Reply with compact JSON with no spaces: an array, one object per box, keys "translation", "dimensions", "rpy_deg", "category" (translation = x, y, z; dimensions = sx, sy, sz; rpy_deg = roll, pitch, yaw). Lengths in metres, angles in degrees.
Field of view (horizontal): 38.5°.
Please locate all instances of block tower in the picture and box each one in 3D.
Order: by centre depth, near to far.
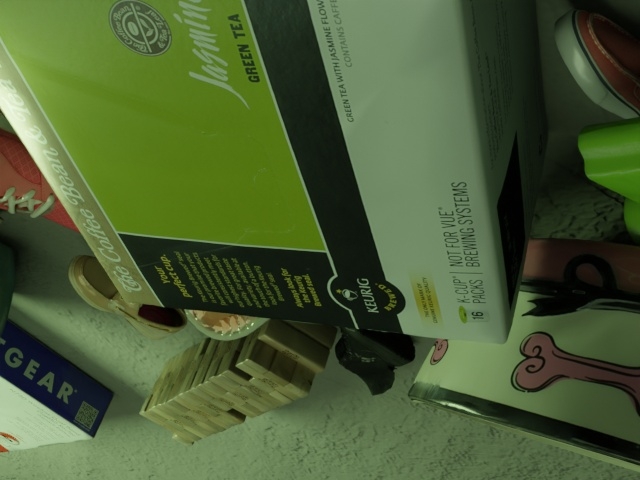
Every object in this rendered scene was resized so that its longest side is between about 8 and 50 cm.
[{"translation":[-0.120,0.178,1.190],"dimensions":[0.097,0.091,0.335],"rpy_deg":[34,142,-18],"category":"block tower"}]

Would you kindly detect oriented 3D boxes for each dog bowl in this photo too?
[{"translation":[0.286,0.119,0.753],"dimensions":[0.408,0.150,0.408],"rpy_deg":[16,171,3],"category":"dog bowl"}]

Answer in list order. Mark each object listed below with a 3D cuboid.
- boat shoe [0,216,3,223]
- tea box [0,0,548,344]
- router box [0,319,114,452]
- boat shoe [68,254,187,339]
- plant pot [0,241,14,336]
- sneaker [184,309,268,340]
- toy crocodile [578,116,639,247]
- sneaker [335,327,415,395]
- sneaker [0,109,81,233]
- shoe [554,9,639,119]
[{"translation":[-0.406,-0.018,1.016],"dimensions":[0.075,0.065,0.206],"rpy_deg":[36,176,-13],"category":"boat shoe"},{"translation":[-0.024,-0.118,0.637],"dimensions":[0.324,0.220,0.329],"rpy_deg":[4,142,20],"category":"tea box"},{"translation":[-0.548,0.208,1.446],"dimensions":[0.301,0.082,0.335],"rpy_deg":[-18,130,41],"category":"router box"},{"translation":[-0.231,0.066,1.125],"dimensions":[0.059,0.063,0.170],"rpy_deg":[-15,142,35],"category":"boat shoe"},{"translation":[-0.515,0.101,1.140],"dimensions":[0.247,0.252,0.248],"rpy_deg":[27,144,-11],"category":"plant pot"},{"translation":[0.000,0.000,0.890],"dimensions":[0.302,0.121,0.108],"rpy_deg":[-23,103,33],"category":"sneaker"},{"translation":[0.328,-0.020,0.636],"dimensions":[0.341,0.105,0.115],"rpy_deg":[20,171,-19],"category":"toy crocodile"},{"translation":[0.043,0.119,1.063],"dimensions":[0.089,0.051,0.170],"rpy_deg":[-26,128,37],"category":"sneaker"},{"translation":[-0.342,-0.070,0.928],"dimensions":[0.314,0.136,0.116],"rpy_deg":[35,143,-21],"category":"sneaker"},{"translation":[0.249,-0.117,0.646],"dimensions":[0.178,0.063,0.081],"rpy_deg":[33,142,-27],"category":"shoe"}]
